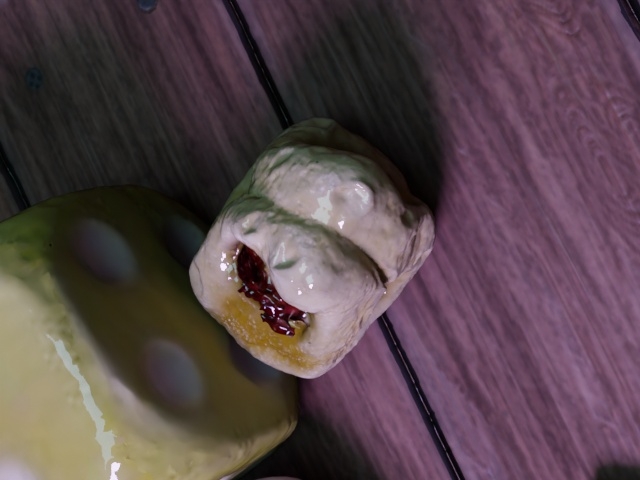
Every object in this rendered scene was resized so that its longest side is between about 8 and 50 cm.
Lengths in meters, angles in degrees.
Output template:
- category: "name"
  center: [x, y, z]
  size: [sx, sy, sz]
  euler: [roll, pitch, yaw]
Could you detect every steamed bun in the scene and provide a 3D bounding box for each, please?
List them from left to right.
- category: "steamed bun"
  center: [0.000, 0.000, 0.837]
  size: [0.141, 0.155, 0.172]
  euler: [36, 81, -2]

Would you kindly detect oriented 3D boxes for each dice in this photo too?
- category: "dice"
  center: [-0.172, 0.110, 0.926]
  size: [0.227, 0.238, 0.233]
  euler: [-40, 80, 28]

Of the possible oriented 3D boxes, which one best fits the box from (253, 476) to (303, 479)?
- category: "box"
  center: [-0.012, 0.371, 0.938]
  size: [0.349, 0.141, 0.289]
  euler: [50, 117, 11]
